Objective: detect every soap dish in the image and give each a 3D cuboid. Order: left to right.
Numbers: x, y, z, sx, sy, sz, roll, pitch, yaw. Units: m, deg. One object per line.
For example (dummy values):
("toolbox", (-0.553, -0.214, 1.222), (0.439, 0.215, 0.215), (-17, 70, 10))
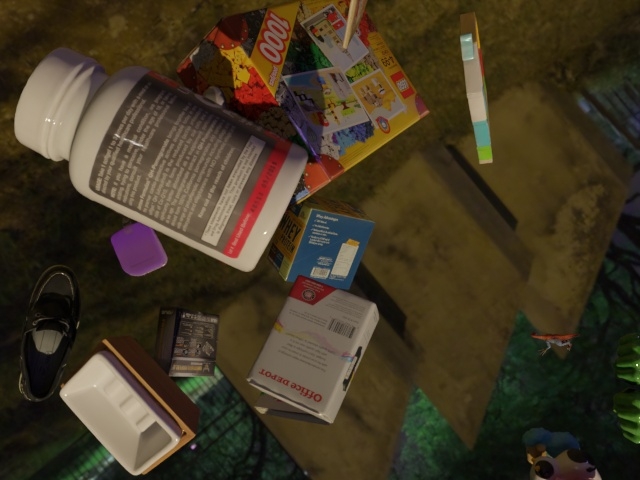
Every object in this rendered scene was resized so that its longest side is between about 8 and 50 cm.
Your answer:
("soap dish", (-0.433, 0.374, 1.383), (0.229, 0.291, 0.118), (-42, -179, 30))

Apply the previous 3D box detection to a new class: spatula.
("spatula", (-0.376, -0.072, 1.138), (0.084, 0.296, 0.030), (-26, 161, -1))

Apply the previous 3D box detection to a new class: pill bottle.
("pill bottle", (-0.191, -0.104, 0.743), (0.176, 0.319, 0.176), (-62, -173, 14))

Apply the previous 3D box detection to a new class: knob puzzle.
("knob puzzle", (0.080, -0.521, 1.237), (0.213, 0.030, 0.213), (18, 90, -85))

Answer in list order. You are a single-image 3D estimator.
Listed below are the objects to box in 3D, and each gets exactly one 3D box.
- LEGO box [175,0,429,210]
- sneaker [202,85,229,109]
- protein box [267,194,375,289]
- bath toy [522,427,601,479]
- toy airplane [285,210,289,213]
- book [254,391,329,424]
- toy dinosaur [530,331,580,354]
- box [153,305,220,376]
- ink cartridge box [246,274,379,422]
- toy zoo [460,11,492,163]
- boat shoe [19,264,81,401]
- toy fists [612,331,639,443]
("LEGO box", (-0.014, -0.334, 1.372), (0.193, 0.372, 0.500), (-29, -173, 42))
("sneaker", (-0.223, -0.141, 1.082), (0.105, 0.116, 0.281), (126, -29, -88))
("protein box", (0.000, 0.000, 1.574), (0.136, 0.200, 0.201), (44, -62, 54))
("bath toy", (0.555, 0.549, 1.322), (0.151, 0.129, 0.348), (-38, -167, 8))
("toy airplane", (-0.124, -0.073, 1.026), (0.151, 0.151, 0.028), (-40, -155, 40))
("book", (-0.035, 0.259, 1.042), (0.144, 0.035, 0.096), (-4, -134, 36))
("toy dinosaur", (0.521, 0.216, 1.356), (0.047, 0.082, 0.090), (-64, 176, -57))
("box", (-0.368, 0.286, 1.677), (0.056, 0.182, 0.231), (0, 168, 22))
("ink cartridge box", (-0.008, 0.156, 0.876), (0.175, 0.128, 0.072), (-63, 159, -19))
("toy zoo", (0.309, -0.307, 1.192), (0.030, 0.192, 0.293), (-6, 154, 18))
("boat shoe", (-0.664, 0.231, 1.476), (0.113, 0.127, 0.339), (3, -104, 64))
("toy fists", (0.819, 0.377, 1.549), (0.142, 0.278, 0.096), (9, 171, -35))
